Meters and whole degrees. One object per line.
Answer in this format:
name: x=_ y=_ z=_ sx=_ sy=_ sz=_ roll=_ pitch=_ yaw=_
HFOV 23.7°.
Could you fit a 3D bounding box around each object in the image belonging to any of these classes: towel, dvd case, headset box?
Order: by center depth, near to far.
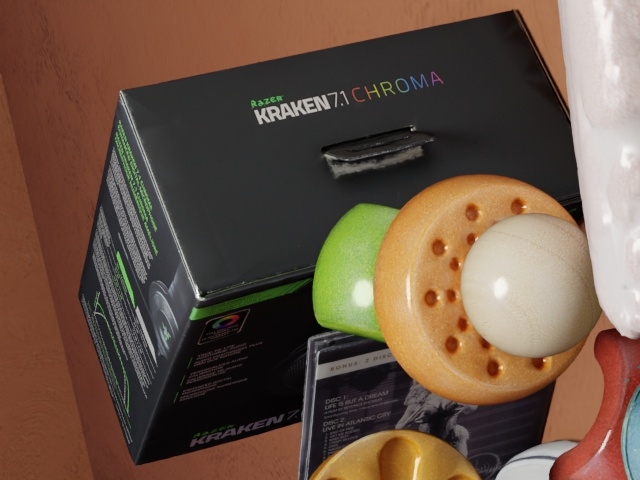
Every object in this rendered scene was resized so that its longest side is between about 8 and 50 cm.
towel: x=0.110 y=-0.163 z=0.592 sx=0.317 sy=0.053 sz=0.332 roll=-60 pitch=-38 yaw=-74
headset box: x=0.000 y=0.000 z=0.911 sx=0.283 sy=0.246 sz=0.131 roll=117 pitch=134 yaw=-59
dvd case: x=0.064 y=0.123 z=0.941 sx=0.018 sy=0.164 sz=0.221 roll=-120 pitch=25 yaw=-42

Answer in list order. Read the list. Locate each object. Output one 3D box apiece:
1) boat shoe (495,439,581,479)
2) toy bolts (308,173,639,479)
boat shoe: x=0.156 y=0.190 z=0.859 sx=0.267 sy=0.088 sz=0.096 roll=-149 pitch=48 yaw=-61
toy bolts: x=0.113 y=0.095 z=0.685 sx=0.158 sy=0.228 sz=0.218 roll=176 pitch=111 yaw=-70
